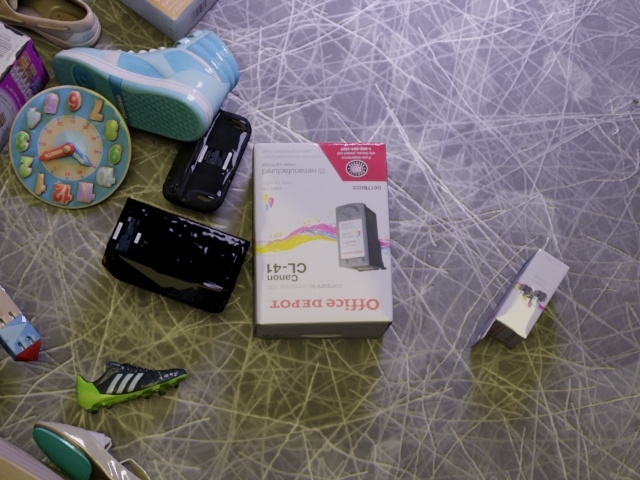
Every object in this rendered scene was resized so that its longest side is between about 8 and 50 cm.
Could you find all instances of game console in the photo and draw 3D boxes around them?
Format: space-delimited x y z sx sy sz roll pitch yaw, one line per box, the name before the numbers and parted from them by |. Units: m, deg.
game console | -0.200 -0.067 1.716 0.213 0.044 0.361 21 63 -3

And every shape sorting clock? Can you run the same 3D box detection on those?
shape sorting clock | -0.418 -0.155 1.729 0.206 0.040 0.206 0 103 2

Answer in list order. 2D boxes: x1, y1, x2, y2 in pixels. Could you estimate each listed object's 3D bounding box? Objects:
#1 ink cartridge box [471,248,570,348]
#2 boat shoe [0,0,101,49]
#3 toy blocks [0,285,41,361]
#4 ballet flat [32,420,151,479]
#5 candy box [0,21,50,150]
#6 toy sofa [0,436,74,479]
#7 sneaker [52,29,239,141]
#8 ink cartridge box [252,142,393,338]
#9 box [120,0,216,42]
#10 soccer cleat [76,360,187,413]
ink cartridge box | 0.327 0.112 1.701 0.062 0.104 0.181 34 76 6
boat shoe | -0.526 -0.425 1.794 0.302 0.098 0.109 24 74 3
toy blocks | -0.619 0.158 1.591 0.381 0.191 0.261 -37 89 -27
ballet flat | -0.336 0.354 1.611 0.248 0.086 0.086 41 76 5
candy box | -0.552 -0.223 1.707 0.071 0.159 0.233 27 74 5
toy sofa | -0.503 0.357 1.477 0.362 0.177 0.150 40 80 -27
sneaker | -0.283 -0.292 1.777 0.319 0.127 0.208 22 52 18
ink cartridge box | 0.000 0.000 1.698 0.226 0.131 0.306 -1 73 -4
box | -0.279 -0.458 1.825 0.170 0.091 0.130 37 76 6
soccer cleat | -0.304 0.222 1.653 0.179 0.060 0.072 -14 75 -5
